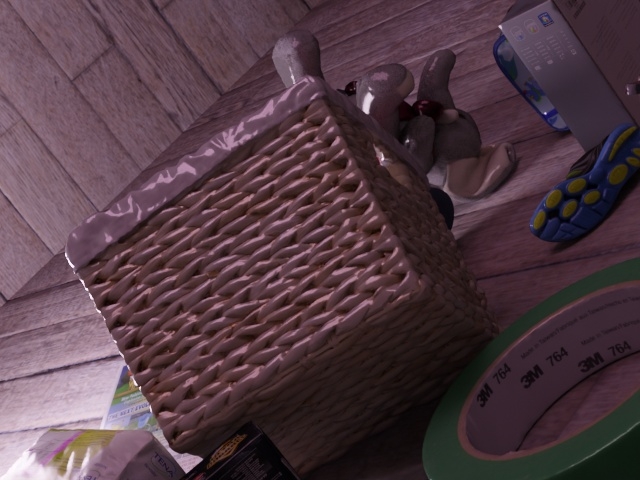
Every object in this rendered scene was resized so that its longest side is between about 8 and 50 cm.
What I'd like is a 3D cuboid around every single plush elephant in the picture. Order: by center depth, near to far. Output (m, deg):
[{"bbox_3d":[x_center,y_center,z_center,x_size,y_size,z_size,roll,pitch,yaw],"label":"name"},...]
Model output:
[{"bbox_3d":[0.126,-0.155,2.139,0.255,0.330,0.272,-24,25,-30],"label":"plush elephant"}]

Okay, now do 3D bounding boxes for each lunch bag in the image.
[{"bbox_3d":[0.361,-0.263,2.047,0.219,0.176,0.090,-31,15,29],"label":"lunch bag"}]

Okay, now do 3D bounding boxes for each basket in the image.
[{"bbox_3d":[-0.026,0.058,1.588,0.331,0.266,0.328,-32,-25,13],"label":"basket"}]

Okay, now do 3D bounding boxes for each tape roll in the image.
[{"bbox_3d":[0.242,0.140,1.358,0.321,0.077,0.321,-34,16,11],"label":"tape roll"}]

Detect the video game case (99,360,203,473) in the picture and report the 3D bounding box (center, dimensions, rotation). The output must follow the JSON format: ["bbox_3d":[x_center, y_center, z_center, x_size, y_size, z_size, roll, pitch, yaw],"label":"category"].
[{"bbox_3d":[-0.178,0.244,1.866,0.329,0.036,0.300,-23,41,42],"label":"video game case"}]

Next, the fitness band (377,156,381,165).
[{"bbox_3d":[-0.027,-0.064,1.890,0.291,0.054,0.209,-27,32,-36],"label":"fitness band"}]

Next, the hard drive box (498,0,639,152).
[{"bbox_3d":[0.347,-0.235,1.894,0.089,0.232,0.181,-24,20,41],"label":"hard drive box"}]

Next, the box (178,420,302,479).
[{"bbox_3d":[-0.092,0.307,1.426,0.220,0.175,0.051,-40,17,-9],"label":"box"}]

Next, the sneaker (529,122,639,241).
[{"bbox_3d":[0.320,-0.061,1.802,0.188,0.067,0.078,-45,-4,-20],"label":"sneaker"}]

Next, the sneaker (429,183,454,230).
[{"bbox_3d":[0.107,0.042,1.877,0.148,0.131,0.350,4,33,35],"label":"sneaker"}]

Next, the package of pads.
[{"bbox_3d":[-0.199,0.300,1.577,0.101,0.229,0.296,-46,19,-27],"label":"package of pads"}]

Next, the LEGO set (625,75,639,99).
[{"bbox_3d":[0.443,-0.220,1.601,0.192,0.255,0.331,-13,24,-12],"label":"LEGO set"}]

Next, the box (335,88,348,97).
[{"bbox_3d":[0.005,-0.090,2.328,0.270,0.143,0.165,-43,30,-17],"label":"box"}]
